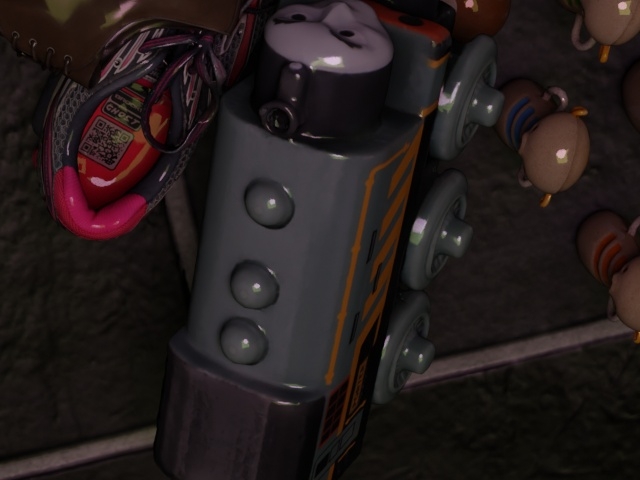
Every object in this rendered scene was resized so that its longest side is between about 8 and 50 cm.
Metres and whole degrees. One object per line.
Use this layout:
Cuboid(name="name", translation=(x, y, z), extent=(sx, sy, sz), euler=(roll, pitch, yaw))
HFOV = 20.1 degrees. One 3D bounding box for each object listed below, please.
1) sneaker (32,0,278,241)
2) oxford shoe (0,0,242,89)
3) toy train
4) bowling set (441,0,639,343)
Cuboid(name="sneaker", translation=(-0.073, -0.133, 1.048), extent=(0.121, 0.112, 0.299), euler=(21, 105, -15))
Cuboid(name="oxford shoe", translation=(-0.152, -0.126, 0.960), extent=(0.227, 0.083, 0.096), euler=(-5, 93, 1))
Cuboid(name="toy train", translation=(0.000, 0.000, 1.034), extent=(0.142, 0.190, 0.334), euler=(22, 122, 16))
Cuboid(name="bowling set", translation=(0.159, -0.091, 1.073), extent=(0.200, 0.154, 0.287), euler=(12, 108, -12))
